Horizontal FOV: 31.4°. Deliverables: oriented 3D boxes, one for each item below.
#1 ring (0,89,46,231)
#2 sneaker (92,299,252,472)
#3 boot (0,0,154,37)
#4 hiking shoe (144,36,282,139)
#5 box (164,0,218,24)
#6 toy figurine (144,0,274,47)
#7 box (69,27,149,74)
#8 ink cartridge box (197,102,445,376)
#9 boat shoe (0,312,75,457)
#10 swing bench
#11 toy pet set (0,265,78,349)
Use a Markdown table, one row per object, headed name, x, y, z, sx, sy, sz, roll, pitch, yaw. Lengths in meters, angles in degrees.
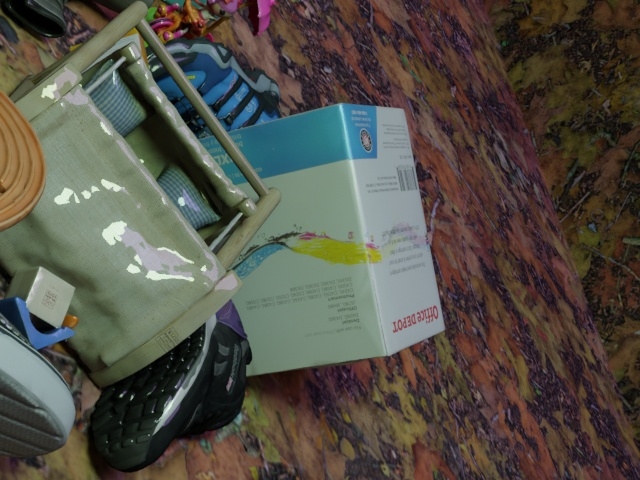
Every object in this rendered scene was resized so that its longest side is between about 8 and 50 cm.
| name | x | y | z | sx | sy | sz | roll | pitch | yaw |
| --- | --- | --- | --- | --- | --- | --- | --- | --- | --- |
| ring | -0.355 | -0.094 | 0.794 | 0.336 | 0.032 | 0.337 | 25 | 25 | -12 |
| sneaker | -0.118 | 0.144 | 1.090 | 0.124 | 0.107 | 0.283 | 59 | 22 | -19 |
| boot | -0.290 | -0.282 | 1.268 | 0.246 | 0.083 | 0.161 | 31 | 44 | -40 |
| hiking shoe | -0.129 | -0.158 | 1.393 | 0.304 | 0.113 | 0.132 | 9 | 61 | -58 |
| box | -0.197 | -0.427 | 1.622 | 0.100 | 0.060 | 0.244 | 30 | 38 | -50 |
| toy figurine | -0.141 | -0.286 | 1.451 | 0.173 | 0.159 | 0.130 | 11 | 54 | -60 |
| box | -0.225 | -0.165 | 1.239 | 0.028 | 0.081 | 0.136 | 66 | 9 | -61 |
| ink cartridge box | 0.000 | 0.000 | 1.290 | 0.198 | 0.197 | 0.270 | -9 | 88 | -66 |
| boat shoe | -0.301 | 0.034 | 0.807 | 0.335 | 0.121 | 0.119 | 43 | 33 | -32 |
| swing bench | -0.191 | -0.048 | 1.074 | 0.253 | 0.165 | 0.255 | 53 | 25 | -18 |
| toy pet set | -0.249 | 0.067 | 0.929 | 0.122 | 0.114 | 0.065 | 39 | 56 | -39 |
